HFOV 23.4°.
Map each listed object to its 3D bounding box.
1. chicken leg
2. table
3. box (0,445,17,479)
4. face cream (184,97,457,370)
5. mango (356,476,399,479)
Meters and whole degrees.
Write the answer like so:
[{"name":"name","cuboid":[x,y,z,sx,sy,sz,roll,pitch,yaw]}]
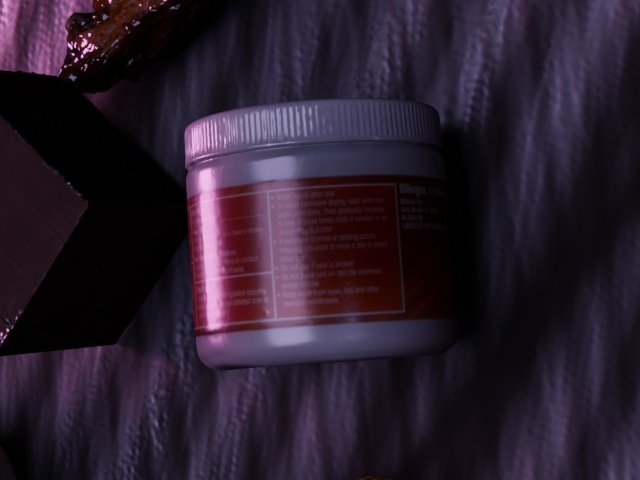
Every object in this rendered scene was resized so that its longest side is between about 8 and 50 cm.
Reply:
[{"name":"chicken leg","cuboid":[-0.130,-0.259,1.351,0.322,0.083,0.177,-43,49,28]},{"name":"table","cuboid":[-0.248,-0.028,1.362,0.193,0.172,0.169,42,110,23]},{"name":"box","cuboid":[-0.388,0.288,1.430,0.206,0.291,0.262,-17,45,14]},{"name":"face cream","cuboid":[0.000,0.000,1.179,0.201,0.201,0.187,-7,84,33]},{"name":"mango","cuboid":[0.009,0.284,1.212,0.262,0.130,0.167,-26,80,37]}]
